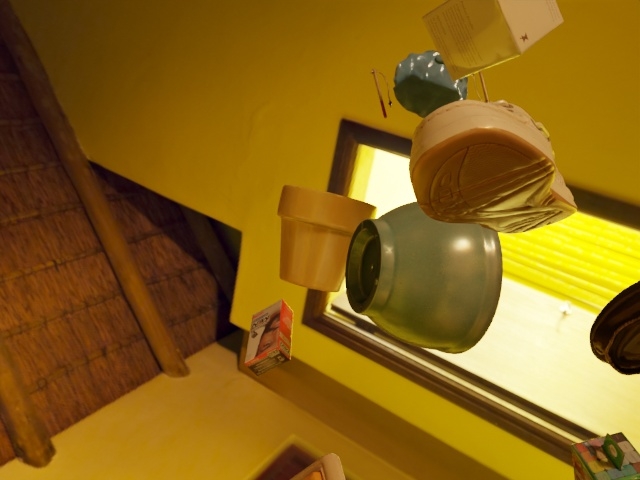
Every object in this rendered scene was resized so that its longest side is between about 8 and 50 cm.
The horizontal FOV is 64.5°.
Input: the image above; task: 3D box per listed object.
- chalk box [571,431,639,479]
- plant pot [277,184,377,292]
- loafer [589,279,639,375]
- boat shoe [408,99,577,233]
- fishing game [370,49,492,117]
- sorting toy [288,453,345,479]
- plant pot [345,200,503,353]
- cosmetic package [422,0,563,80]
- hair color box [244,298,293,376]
[{"bbox_3d":[0.699,0.562,1.217,0.132,0.132,0.213,-97,-11,-65],"label":"chalk box"},{"bbox_3d":[0.000,0.000,1.311,0.254,0.254,0.239,11,-88,-63],"label":"plant pot"},{"bbox_3d":[0.329,0.062,0.408,0.220,0.080,0.078,-36,22,34],"label":"loafer"},{"bbox_3d":[0.143,-0.070,0.429,0.277,0.098,0.096,12,-118,-56],"label":"boat shoe"},{"bbox_3d":[0.259,-0.369,1.205,0.041,0.264,0.189,89,170,-73],"label":"fishing game"},{"bbox_3d":[-0.022,0.534,0.950,0.038,0.193,0.208,23,-55,-39],"label":"sorting toy"},{"bbox_3d":[0.163,0.057,0.935,0.196,0.293,0.293,6,-69,-17],"label":"plant pot"},{"bbox_3d":[0.337,-0.437,1.002,0.151,0.183,0.151,-38,-72,-23],"label":"cosmetic package"},{"bbox_3d":[-0.116,0.220,1.169,0.053,0.093,0.167,52,-162,-27],"label":"hair color box"}]
